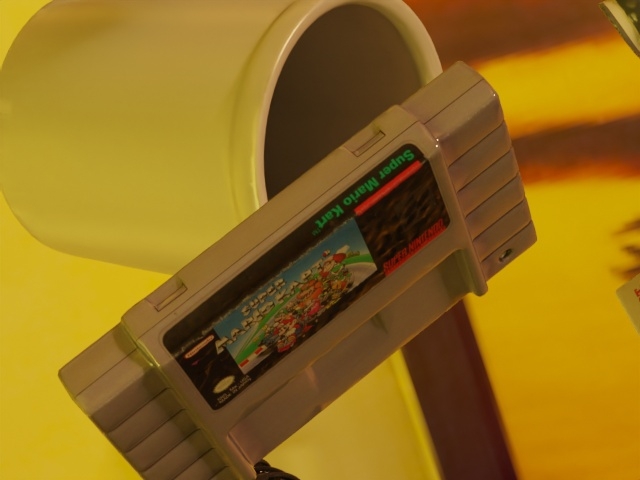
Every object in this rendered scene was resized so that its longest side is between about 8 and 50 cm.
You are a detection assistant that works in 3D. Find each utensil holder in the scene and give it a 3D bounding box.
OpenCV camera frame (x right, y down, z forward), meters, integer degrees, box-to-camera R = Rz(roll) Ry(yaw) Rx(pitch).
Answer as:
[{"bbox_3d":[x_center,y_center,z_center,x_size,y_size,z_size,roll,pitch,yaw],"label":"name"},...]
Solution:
[{"bbox_3d":[-0.111,-0.110,1.934,0.385,0.327,0.327,6,-149,37],"label":"utensil holder"}]

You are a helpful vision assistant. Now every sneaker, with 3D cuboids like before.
[{"bbox_3d":[0.505,-0.316,2.612,0.131,0.112,0.319,-39,164,16],"label":"sneaker"}]

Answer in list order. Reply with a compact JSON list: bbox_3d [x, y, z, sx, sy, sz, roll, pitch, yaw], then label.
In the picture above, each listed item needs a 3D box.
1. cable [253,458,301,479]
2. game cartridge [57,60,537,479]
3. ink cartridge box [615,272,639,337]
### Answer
[{"bbox_3d":[-0.062,0.318,2.022,0.047,0.184,0.150,-39,-149,43],"label":"cable"},{"bbox_3d":[-0.003,0.045,1.309,0.355,0.230,0.068,-38,-116,-7],"label":"game cartridge"},{"bbox_3d":[0.526,0.076,2.217,0.278,0.117,0.201,-36,-141,14],"label":"ink cartridge box"}]
